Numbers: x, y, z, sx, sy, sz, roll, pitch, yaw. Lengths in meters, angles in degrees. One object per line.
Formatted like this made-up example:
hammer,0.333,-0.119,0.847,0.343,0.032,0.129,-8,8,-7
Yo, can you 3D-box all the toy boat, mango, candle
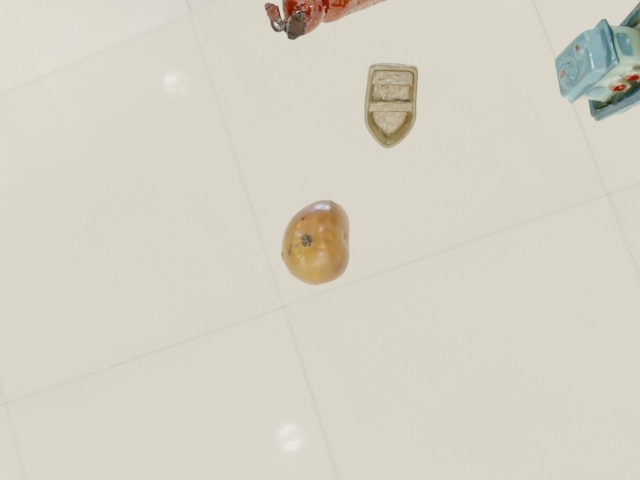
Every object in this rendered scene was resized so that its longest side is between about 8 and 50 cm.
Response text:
toy boat,0.324,-0.208,0.864,0.098,0.238,0.109,3,69,-17
mango,-0.004,0.000,1.083,0.084,0.159,0.105,6,96,1
candle,0.048,-0.272,0.914,0.048,0.329,0.051,-5,111,36
toy boat,0.152,-0.299,1.894,0.116,0.061,0.188,1,114,-4
